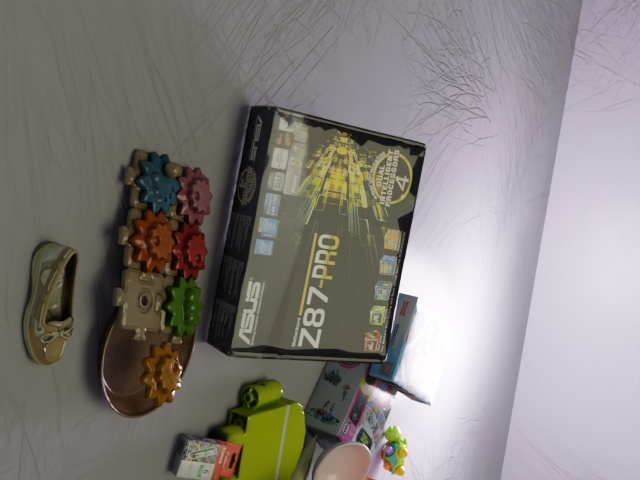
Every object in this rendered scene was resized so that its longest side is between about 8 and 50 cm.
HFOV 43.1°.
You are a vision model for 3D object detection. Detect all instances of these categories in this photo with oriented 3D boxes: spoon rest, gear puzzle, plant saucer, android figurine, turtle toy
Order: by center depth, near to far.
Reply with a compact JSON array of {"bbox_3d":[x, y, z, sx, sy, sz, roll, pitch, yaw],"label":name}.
[{"bbox_3d":[-0.204,0.053,1.095,0.175,0.044,0.339,20,71,-61],"label":"gear puzzle"},{"bbox_3d":[-0.249,0.149,1.139,0.198,0.036,0.199,-33,129,-54],"label":"plant saucer"},{"bbox_3d":[-0.112,0.376,1.471,0.272,0.056,0.248,-2,103,-59],"label":"android figurine"},{"bbox_3d":[0.016,0.526,1.652,0.137,0.084,0.276,11,111,-36],"label":"spoon rest"},{"bbox_3d":[0.192,0.545,2.102,0.095,0.066,0.130,-27,125,-84],"label":"turtle toy"}]

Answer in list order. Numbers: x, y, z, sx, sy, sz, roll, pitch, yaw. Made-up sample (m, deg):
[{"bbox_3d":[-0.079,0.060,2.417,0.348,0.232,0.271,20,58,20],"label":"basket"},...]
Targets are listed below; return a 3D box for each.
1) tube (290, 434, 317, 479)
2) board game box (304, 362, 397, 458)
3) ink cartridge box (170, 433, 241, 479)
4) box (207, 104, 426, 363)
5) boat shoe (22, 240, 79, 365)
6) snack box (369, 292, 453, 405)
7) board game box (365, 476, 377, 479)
[{"bbox_3d":[-0.064,0.502,1.615,0.062,0.070,0.240,51,47,-20],"label":"tube"},{"bbox_3d":[0.090,0.317,1.784,0.303,0.097,0.224,-65,150,-24],"label":"board game box"},{"bbox_3d":[-0.179,0.354,1.310,0.115,0.029,0.063,19,86,-32],"label":"ink cartridge box"},{"bbox_3d":[0.000,0.000,1.349,0.318,0.097,0.395,10,94,-33],"label":"box"},{"bbox_3d":[-0.316,0.079,0.969,0.056,0.048,0.153,-5,106,-61],"label":"boat shoe"},{"bbox_3d":[0.210,0.249,1.812,0.322,0.060,0.187,41,65,-60],"label":"snack box"},{"bbox_3d":[0.196,0.819,1.915,0.356,0.356,0.357,-64,150,-24],"label":"board game box"}]
